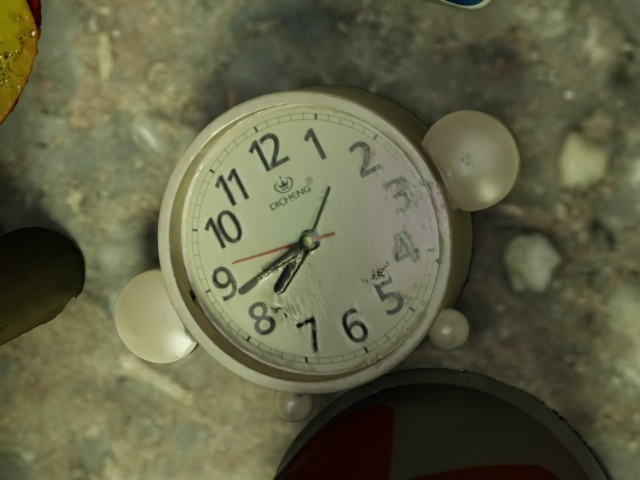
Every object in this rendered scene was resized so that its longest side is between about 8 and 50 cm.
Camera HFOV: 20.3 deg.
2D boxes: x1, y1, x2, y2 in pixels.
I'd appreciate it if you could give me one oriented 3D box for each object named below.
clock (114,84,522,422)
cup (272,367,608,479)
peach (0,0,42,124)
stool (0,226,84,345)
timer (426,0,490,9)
[{"bbox_3d":[0.000,0.000,0.902,0.229,0.063,0.155,-28,90,19],"label":"clock"},{"bbox_3d":[0.025,0.175,0.792,0.203,0.288,0.203,1,95,17],"label":"cup"},{"bbox_3d":[-0.211,-0.092,0.921,0.127,0.092,0.172,7,74,26],"label":"peach"},{"bbox_3d":[-0.297,0.128,0.914,0.310,0.226,0.310,3,95,15],"label":"stool"},{"bbox_3d":[-0.041,-0.175,0.835,0.253,0.178,0.078,16,95,13],"label":"timer"}]
